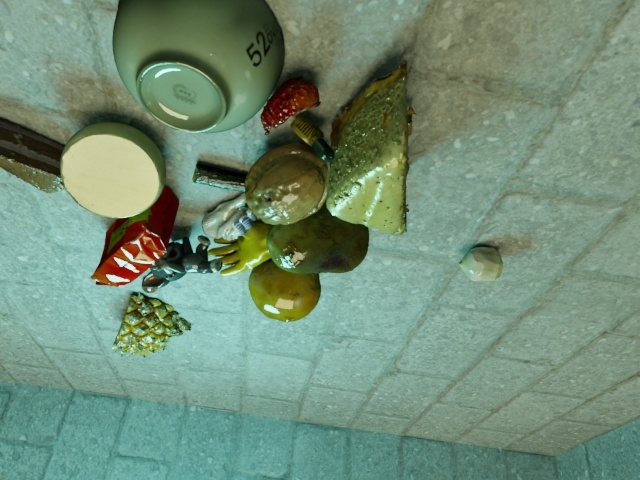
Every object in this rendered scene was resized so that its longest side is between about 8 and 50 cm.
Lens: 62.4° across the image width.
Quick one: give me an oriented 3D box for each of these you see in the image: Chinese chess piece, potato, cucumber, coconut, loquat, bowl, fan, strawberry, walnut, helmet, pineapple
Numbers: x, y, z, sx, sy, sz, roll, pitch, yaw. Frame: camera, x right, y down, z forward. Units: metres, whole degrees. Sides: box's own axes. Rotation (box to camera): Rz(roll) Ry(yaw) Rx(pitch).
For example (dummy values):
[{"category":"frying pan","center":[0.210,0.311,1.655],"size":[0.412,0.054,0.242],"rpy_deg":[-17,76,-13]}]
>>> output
[{"category":"Chinese chess piece","center":[-0.521,-0.178,1.338],"size":[0.251,0.097,0.250],"rpy_deg":[-3,122,-5]},{"category":"potato","center":[0.000,0.000,1.469],"size":[0.308,0.173,0.210],"rpy_deg":[-7,134,-25]},{"category":"cucumber","center":[-0.238,-0.160,1.429],"size":[0.215,0.052,0.058],"rpy_deg":[12,165,-8]},{"category":"coconut","center":[0.482,0.071,1.601],"size":[0.125,0.110,0.110],"rpy_deg":[6,145,-3]},{"category":"loquat","center":[-0.110,0.142,1.683],"size":[0.235,0.234,0.235],"rpy_deg":[4,145,3]},{"category":"bowl","center":[-0.256,-0.342,1.057],"size":[0.354,0.185,0.353],"rpy_deg":[4,145,3]},{"category":"fan","center":[-0.011,-0.232,1.211],"size":[0.039,0.155,0.082],"rpy_deg":[-47,142,16]},{"category":"strawberry","center":[-0.083,-0.295,1.155],"size":[0.188,0.121,0.082],"rpy_deg":[-9,114,54]},{"category":"walnut","center":[-0.082,-0.138,1.314],"size":[0.245,0.198,0.198],"rpy_deg":[-30,131,31]},{"category":"helmet","center":[-0.633,0.169,1.961],"size":[0.065,0.049,0.084],"rpy_deg":[25,141,-22]},{"category":"pineapple","center":[-0.682,0.397,2.153],"size":[0.287,0.208,0.344],"rpy_deg":[18,142,-16]}]

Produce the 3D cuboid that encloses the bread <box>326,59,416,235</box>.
[{"category":"bread","center":[0.173,-0.182,1.164],"size":[0.279,0.248,0.315],"rpy_deg":[21,156,-28]}]

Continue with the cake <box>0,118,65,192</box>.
[{"category":"cake","center":[-0.776,-0.223,1.370],"size":[0.295,0.115,0.113],"rpy_deg":[29,138,-29]}]

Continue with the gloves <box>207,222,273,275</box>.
[{"category":"gloves","center":[-0.224,0.023,1.617],"size":[0.295,0.132,0.116],"rpy_deg":[-14,151,24]}]

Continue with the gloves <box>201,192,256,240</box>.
[{"category":"gloves","center":[-0.251,-0.065,1.532],"size":[0.229,0.119,0.097],"rpy_deg":[-15,179,42]}]

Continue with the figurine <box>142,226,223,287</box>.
[{"category":"figurine","center":[-0.415,0.054,1.630],"size":[0.266,0.192,0.140],"rpy_deg":[5,146,11]}]

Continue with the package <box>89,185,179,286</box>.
[{"category":"package","center":[-0.549,-0.006,1.574],"size":[0.123,0.195,0.424],"rpy_deg":[25,140,-31]}]
